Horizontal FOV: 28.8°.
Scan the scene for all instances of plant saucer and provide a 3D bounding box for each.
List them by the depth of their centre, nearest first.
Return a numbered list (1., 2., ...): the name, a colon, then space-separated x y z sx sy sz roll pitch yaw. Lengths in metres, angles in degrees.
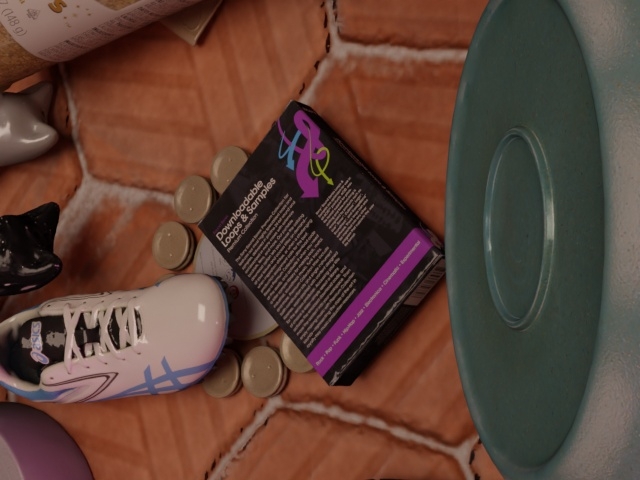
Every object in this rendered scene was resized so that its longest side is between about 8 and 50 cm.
1. plant saucer: 0.114 -0.006 0.628 0.043 0.317 0.318 1 82 -9

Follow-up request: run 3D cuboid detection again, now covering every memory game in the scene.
1. memory game: -0.051 0.021 0.889 0.186 0.012 0.186 -5 81 35

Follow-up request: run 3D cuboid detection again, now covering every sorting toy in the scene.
1. sorting toy: -0.105 -0.192 0.952 0.083 0.012 0.062 39 104 32

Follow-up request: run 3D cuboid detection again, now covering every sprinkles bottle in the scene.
1. sprinkles bottle: -0.140 -0.211 0.897 0.355 0.121 0.121 -18 74 29

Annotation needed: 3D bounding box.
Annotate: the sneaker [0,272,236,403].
1. sneaker: -0.158 0.074 0.900 0.237 0.086 0.085 -16 76 38

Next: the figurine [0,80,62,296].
1. figurine: -0.288 -0.015 0.999 0.209 0.092 0.215 -27 51 22

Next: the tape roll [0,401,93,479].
1. tape roll: -0.273 0.236 0.980 0.219 0.072 0.219 -5 82 35

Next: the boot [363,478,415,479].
1. boot: 0.107 0.229 0.727 0.246 0.083 0.161 -3 93 36

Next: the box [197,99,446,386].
1. box: 0.000 0.000 0.830 0.116 0.029 0.162 -51 61 17
